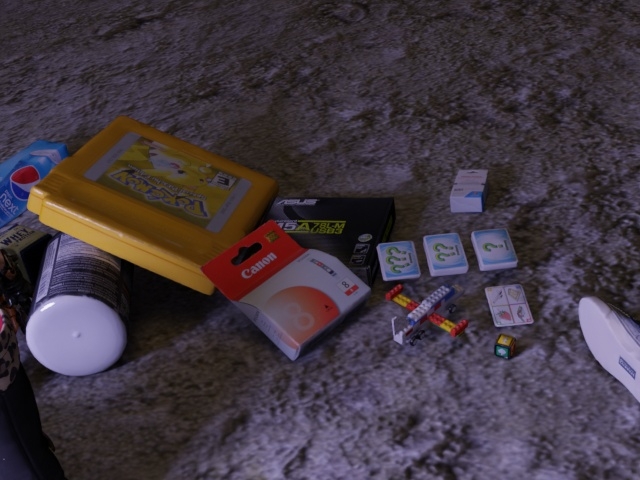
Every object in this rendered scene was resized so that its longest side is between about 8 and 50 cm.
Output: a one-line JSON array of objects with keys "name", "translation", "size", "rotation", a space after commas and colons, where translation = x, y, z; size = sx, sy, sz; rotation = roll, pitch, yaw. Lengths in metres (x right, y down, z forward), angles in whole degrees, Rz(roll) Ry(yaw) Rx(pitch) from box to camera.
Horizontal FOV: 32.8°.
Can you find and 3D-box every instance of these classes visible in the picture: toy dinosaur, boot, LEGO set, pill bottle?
[{"name": "toy dinosaur", "translation": [-0.456, 0.051, 1.443], "size": [0.164, 0.218, 0.322], "rotation": [1, 73, -8]}, {"name": "boot", "translation": [-0.407, 0.169, 1.184], "size": [0.138, 0.284, 0.377], "rotation": [-32, 38, -31]}, {"name": "boot", "translation": [0.374, 0.124, 1.241], "size": [0.086, 0.069, 0.190], "rotation": [-12, 39, -15]}, {"name": "LEGO set", "translation": [0.173, 0.057, 1.389], "size": [0.182, 0.060, 0.244], "rotation": [-6, 39, 0]}, {"name": "pill bottle", "translation": [-0.320, 0.063, 1.481], "size": [0.130, 0.130, 0.245], "rotation": [-11, 31, 0]}]

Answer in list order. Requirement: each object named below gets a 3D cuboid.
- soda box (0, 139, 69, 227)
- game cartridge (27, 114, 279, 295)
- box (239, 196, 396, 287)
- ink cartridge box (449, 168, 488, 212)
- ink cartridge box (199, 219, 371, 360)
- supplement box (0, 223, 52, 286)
[{"name": "soda box", "translation": [-0.520, -0.094, 1.854], "size": [0.071, 0.067, 0.210], "rotation": [12, 38, 32]}, {"name": "game cartridge", "translation": [-0.230, -0.063, 1.577], "size": [0.285, 0.052, 0.323], "rotation": [23, 26, 2]}, {"name": "box", "translation": [0.000, 0.000, 1.566], "size": [0.191, 0.045, 0.184], "rotation": [1, 36, 17]}, {"name": "ink cartridge box", "translation": [0.225, -0.075, 1.632], "size": [0.048, 0.028, 0.083], "rotation": [1, 33, 18]}, {"name": "ink cartridge box", "translation": [-0.044, 0.051, 1.421], "size": [0.179, 0.045, 0.145], "rotation": [44, 53, 14]}, {"name": "supplement box", "translation": [-0.433, 0.030, 1.611], "size": [0.083, 0.083, 0.056], "rotation": [14, 38, 36]}]
